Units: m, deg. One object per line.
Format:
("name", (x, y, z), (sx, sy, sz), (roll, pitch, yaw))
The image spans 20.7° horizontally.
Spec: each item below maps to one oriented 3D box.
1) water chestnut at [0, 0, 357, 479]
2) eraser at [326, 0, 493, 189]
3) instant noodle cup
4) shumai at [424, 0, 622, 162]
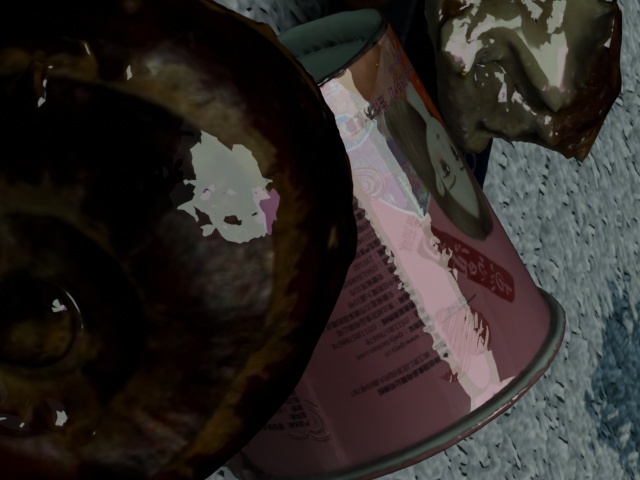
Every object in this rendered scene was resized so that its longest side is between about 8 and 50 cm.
("water chestnut", (-0.129, -0.004, 0.877), (0.300, 0.300, 0.300), (11, 77, -56))
("eraser", (0.075, -0.140, 1.342), (0.155, 0.101, 0.332), (47, 50, -45))
("instant noodle cup", (0.000, 0.000, 1.107), (0.243, 0.243, 0.231), (-48, 117, -49))
("shumai", (0.153, -0.147, 1.246), (0.201, 0.120, 0.201), (4, 90, -67))
